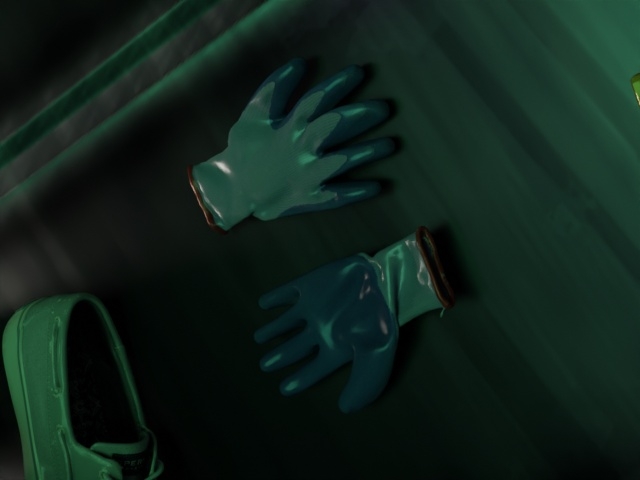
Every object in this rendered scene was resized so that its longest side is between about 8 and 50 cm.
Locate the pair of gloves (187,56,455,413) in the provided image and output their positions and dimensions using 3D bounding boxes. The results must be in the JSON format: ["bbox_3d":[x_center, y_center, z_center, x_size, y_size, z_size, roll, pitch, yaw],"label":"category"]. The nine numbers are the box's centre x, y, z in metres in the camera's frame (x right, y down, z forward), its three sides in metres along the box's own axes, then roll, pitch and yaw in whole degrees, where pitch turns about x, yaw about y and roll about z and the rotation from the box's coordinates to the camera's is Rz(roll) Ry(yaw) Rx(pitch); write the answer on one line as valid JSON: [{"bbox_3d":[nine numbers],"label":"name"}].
[{"bbox_3d":[0.000,0.000,0.808,0.159,0.023,0.198,-30,81,41],"label":"pair of gloves"}]

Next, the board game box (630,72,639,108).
[{"bbox_3d":[0.304,-0.010,0.528,0.316,0.064,0.242,-22,86,40],"label":"board game box"}]

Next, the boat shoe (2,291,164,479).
[{"bbox_3d":[-0.149,0.144,0.926,0.081,0.079,0.227,-20,84,45],"label":"boat shoe"}]
